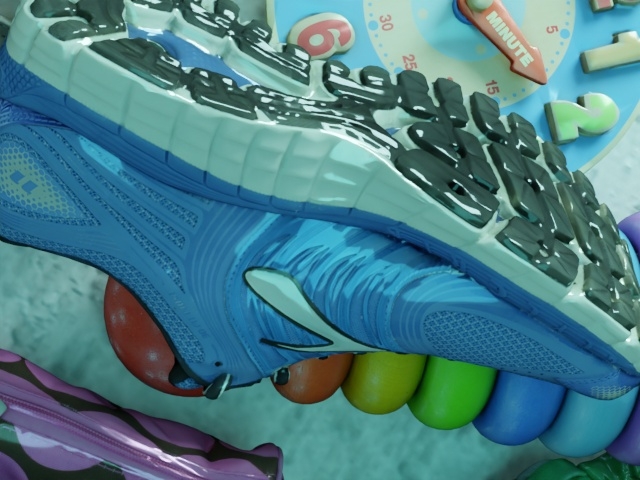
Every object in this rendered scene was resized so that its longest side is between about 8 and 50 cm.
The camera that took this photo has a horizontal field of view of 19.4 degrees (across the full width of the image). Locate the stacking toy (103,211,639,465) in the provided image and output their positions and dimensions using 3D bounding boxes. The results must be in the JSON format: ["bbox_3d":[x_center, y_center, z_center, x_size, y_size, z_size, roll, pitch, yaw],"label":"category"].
[{"bbox_3d":[0.056,0.044,0.949,0.330,0.141,0.141,4,98,-9],"label":"stacking toy"}]

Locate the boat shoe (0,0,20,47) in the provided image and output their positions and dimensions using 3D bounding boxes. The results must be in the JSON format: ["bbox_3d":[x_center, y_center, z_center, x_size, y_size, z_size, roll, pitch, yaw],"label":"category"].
[{"bbox_3d":[-0.172,-0.112,0.859,0.324,0.116,0.097,26,96,-14],"label":"boat shoe"}]

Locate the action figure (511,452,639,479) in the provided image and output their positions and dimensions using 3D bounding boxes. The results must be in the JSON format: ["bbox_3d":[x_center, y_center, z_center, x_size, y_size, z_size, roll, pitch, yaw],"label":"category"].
[{"bbox_3d":[0.086,0.188,1.003,0.232,0.063,0.137,-37,105,-3],"label":"action figure"}]

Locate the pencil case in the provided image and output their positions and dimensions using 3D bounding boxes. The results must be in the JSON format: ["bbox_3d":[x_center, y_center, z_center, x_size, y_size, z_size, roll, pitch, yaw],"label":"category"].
[{"bbox_3d":[-0.114,0.103,0.904,0.209,0.098,0.095,22,53,-14],"label":"pencil case"}]

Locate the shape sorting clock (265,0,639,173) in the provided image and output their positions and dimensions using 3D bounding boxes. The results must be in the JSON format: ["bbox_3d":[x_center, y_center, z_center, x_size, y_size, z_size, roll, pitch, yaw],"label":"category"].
[{"bbox_3d":[0.075,-0.119,0.945,0.206,0.040,0.206,1,84,-13],"label":"shape sorting clock"}]

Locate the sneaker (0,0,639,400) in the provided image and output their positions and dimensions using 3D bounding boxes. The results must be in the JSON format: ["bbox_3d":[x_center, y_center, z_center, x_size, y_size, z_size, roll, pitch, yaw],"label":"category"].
[{"bbox_3d":[0.000,0.000,0.836,0.330,0.130,0.147,23,122,-16],"label":"sneaker"}]
